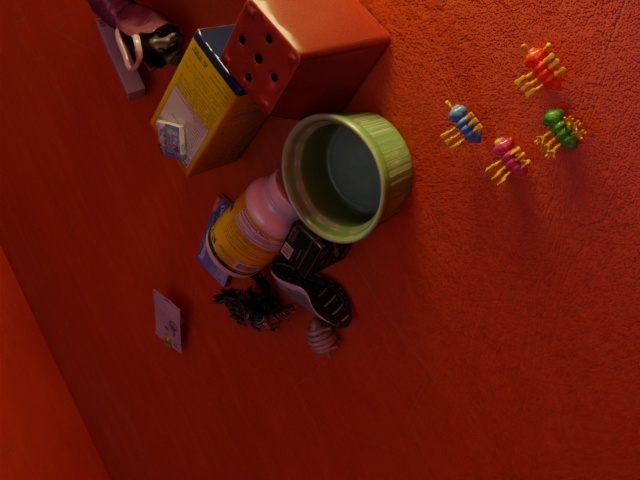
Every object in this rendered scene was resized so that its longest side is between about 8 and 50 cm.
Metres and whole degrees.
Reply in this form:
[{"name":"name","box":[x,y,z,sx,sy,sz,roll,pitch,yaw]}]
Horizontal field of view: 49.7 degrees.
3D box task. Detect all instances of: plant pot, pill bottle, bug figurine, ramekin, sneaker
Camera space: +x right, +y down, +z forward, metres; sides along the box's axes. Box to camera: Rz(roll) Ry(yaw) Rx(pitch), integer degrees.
[{"name":"plant pot","box":[-0.059,-0.424,1.534,0.267,0.235,0.267,51,136,11]},{"name":"pill bottle","box":[-0.150,-0.053,1.830,0.334,0.188,0.188,-40,80,41]},{"name":"bug figurine","box":[0.378,-0.235,1.337,0.279,0.072,0.216,-33,91,42]},{"name":"ramekin","box":[0.068,-0.158,1.609,0.303,0.148,0.303,20,121,36]},{"name":"sneaker","box":[-0.021,0.145,1.888,0.271,0.100,0.108,38,155,21]}]

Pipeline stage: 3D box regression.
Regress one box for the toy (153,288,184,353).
[{"name":"toy","box":[-0.524,0.277,2.436,0.137,0.056,0.237,32,133,24]}]

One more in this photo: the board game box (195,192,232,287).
[{"name":"board game box","box":[-0.297,0.005,2.116,0.145,0.027,0.281,43,133,18]}]

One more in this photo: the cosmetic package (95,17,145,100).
[{"name":"cosmetic package","box":[-0.604,-0.553,2.099,0.239,0.060,0.099,67,165,-4]}]

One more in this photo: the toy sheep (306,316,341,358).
[{"name":"toy sheep","box":[0.006,0.271,1.915,0.091,0.091,0.132,-6,110,44]}]

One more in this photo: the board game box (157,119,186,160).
[{"name":"board game box","box":[-0.387,-0.261,1.800,0.090,0.020,0.090,20,120,36]}]

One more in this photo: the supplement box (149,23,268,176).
[{"name":"supplement box","box":[-0.262,-0.361,1.793,0.194,0.195,0.356,54,135,10]}]

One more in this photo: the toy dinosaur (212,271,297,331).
[{"name":"toy dinosaur","box":[-0.176,0.186,2.030,0.322,0.164,0.218,-20,118,32]}]

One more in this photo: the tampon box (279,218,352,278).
[{"name":"tampon box","box":[0.000,0.000,1.737,0.101,0.161,0.120,45,132,19]}]

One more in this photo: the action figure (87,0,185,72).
[{"name":"action figure","box":[-0.552,-0.615,1.911,0.370,0.276,0.248,42,140,3]}]
